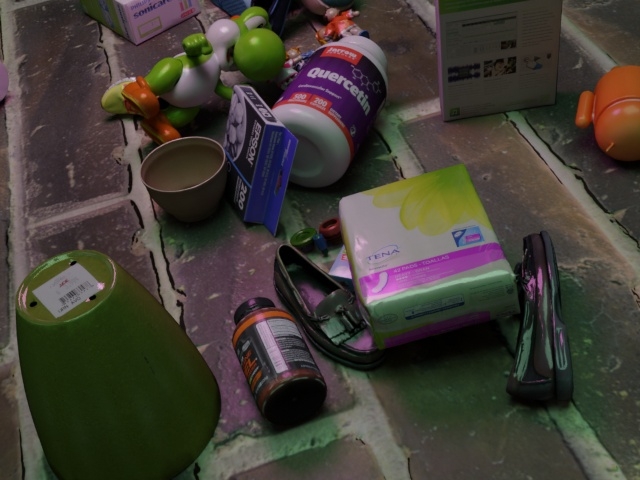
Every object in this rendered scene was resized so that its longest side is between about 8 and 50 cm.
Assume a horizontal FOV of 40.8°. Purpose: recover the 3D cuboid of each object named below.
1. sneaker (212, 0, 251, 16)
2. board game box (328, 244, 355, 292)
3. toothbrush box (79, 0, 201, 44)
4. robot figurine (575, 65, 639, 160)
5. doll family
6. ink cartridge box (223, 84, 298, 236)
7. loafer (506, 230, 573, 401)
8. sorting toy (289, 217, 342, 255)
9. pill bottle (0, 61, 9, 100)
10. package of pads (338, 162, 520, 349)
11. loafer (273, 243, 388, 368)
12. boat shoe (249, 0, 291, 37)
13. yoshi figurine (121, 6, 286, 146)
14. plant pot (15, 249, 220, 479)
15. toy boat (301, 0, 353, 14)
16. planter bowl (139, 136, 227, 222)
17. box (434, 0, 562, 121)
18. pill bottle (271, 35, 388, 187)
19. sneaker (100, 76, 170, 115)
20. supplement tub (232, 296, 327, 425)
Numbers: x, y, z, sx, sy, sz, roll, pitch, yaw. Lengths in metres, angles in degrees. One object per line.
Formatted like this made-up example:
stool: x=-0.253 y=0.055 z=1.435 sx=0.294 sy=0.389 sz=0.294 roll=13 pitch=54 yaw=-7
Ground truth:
sneaker: x=-0.178 y=-0.679 z=2.208 sx=0.208 sy=0.127 sz=0.319 roll=-31 pitch=56 yaw=-17
board game box: x=0.139 y=0.033 z=1.444 sx=0.211 sy=0.039 sz=0.160 roll=10 pitch=47 yaw=22
toothbrush box: x=-0.481 y=-0.645 z=2.233 sx=0.206 sy=0.122 sz=0.283 roll=-35 pitch=47 yaw=-24
robot figurine: x=0.563 y=-0.232 z=1.574 sx=0.158 sy=0.128 sz=0.219 roll=30 pitch=44 yaw=-14
doll family: x=-0.007 y=-0.400 z=1.903 sx=0.263 sy=0.118 sz=0.163 roll=-39 pitch=53 yaw=-3
ink cartridge box: x=-0.120 y=-0.145 z=1.567 sx=0.045 sy=0.206 sz=0.208 roll=-6 pitch=37 yaw=-30
loafer: x=0.315 y=0.104 z=1.288 sx=0.095 sy=0.109 sz=0.303 roll=-6 pitch=46 yaw=12
sorting toy: x=0.000 y=0.000 z=1.514 sx=0.101 sy=0.042 sz=0.061 roll=-23 pitch=27 yaw=5
pill bottle: x=-0.867 y=-0.382 z=2.024 sx=0.245 sy=0.136 sz=0.136 roll=7 pitch=46 yaw=18
package of pads: x=0.155 y=0.020 z=1.335 sx=0.229 sy=0.101 sz=0.297 roll=-15 pitch=38 yaw=4
loafer: x=0.003 y=0.100 z=1.367 sx=0.096 sy=0.084 sz=0.267 roll=-32 pitch=46 yaw=-21
boat shoe: x=-0.112 y=-0.583 z=1.993 sx=0.109 sy=0.259 sz=0.089 roll=16 pitch=18 yaw=32
yoshi figurine: x=-0.214 y=-0.345 z=1.781 sx=0.362 sy=0.203 sz=0.203 roll=-44 pitch=6 yaw=-15
plant pot: x=-0.306 y=0.163 z=1.212 sx=0.274 sy=0.294 sz=0.275 roll=-6 pitch=43 yaw=5
toy boat: x=0.026 y=-0.700 z=2.120 sx=0.148 sy=0.268 sz=0.318 roll=-35 pitch=1 yaw=41
planter bowl: x=-0.247 y=-0.104 z=1.619 sx=0.161 sy=0.109 sz=0.162 roll=-6 pitch=44 yaw=6
box: x=0.338 y=-0.385 z=1.638 sx=0.232 sy=0.322 sz=0.059 roll=-8 pitch=46 yaw=2
pill bottle: x=0.021 y=-0.264 z=1.679 sx=0.181 sy=0.182 sz=0.323 roll=10 pitch=47 yaw=22
sneaker: x=-0.381 y=-0.304 z=1.881 sx=0.208 sy=0.082 sz=0.094 roll=-7 pitch=45 yaw=4
supplement tub: x=-0.070 y=0.174 z=1.290 sx=0.106 sy=0.106 sz=0.198 roll=-21 pitch=43 yaw=-10
